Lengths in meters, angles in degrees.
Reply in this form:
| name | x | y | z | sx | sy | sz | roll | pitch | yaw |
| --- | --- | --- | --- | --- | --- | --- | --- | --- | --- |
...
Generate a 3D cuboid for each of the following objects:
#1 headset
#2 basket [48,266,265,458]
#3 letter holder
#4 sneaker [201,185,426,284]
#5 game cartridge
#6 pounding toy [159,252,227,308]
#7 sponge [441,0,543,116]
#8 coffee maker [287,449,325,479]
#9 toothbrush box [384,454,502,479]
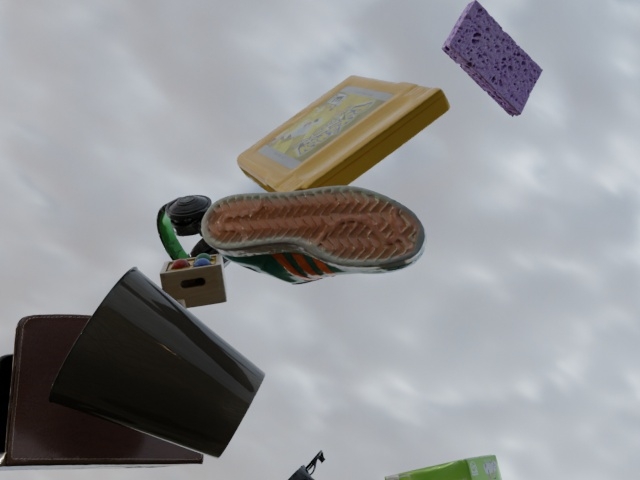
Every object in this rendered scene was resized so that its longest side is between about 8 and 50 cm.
| name | x | y | z | sx | sy | sz | roll | pitch | yaw |
| --- | --- | --- | --- | --- | --- | --- | --- | --- | --- |
| headset | -0.345 | -0.010 | 1.970 | 0.394 | 0.185 | 0.243 | -22 | -80 | 49 |
| basket | -0.202 | 0.179 | 0.945 | 0.227 | 0.204 | 0.154 | 30 | -15 | -1 |
| letter holder | -0.344 | 0.235 | 1.088 | 0.302 | 0.214 | 0.152 | 14 | -25 | -40 |
| sneaker | 0.000 | 0.000 | 0.934 | 0.302 | 0.108 | 0.121 | 5 | -22 | 25 |
| game cartridge | 0.020 | -0.174 | 1.184 | 0.052 | 0.285 | 0.324 | 57 | -9 | -24 |
| pounding toy | -0.289 | 0.091 | 1.472 | 0.181 | 0.206 | 0.094 | -8 | -80 | -6 |
| sponge | 0.337 | -0.350 | 1.385 | 0.210 | 0.117 | 0.031 | 37 | -17 | -20 |
| coffee maker | 0.016 | 0.414 | 1.015 | 0.178 | 0.171 | 0.120 | 32 | -22 | 19 |
| toothbrush box | 0.265 | 0.583 | 1.397 | 0.206 | 0.283 | 0.122 | -26 | -24 | 37 |
